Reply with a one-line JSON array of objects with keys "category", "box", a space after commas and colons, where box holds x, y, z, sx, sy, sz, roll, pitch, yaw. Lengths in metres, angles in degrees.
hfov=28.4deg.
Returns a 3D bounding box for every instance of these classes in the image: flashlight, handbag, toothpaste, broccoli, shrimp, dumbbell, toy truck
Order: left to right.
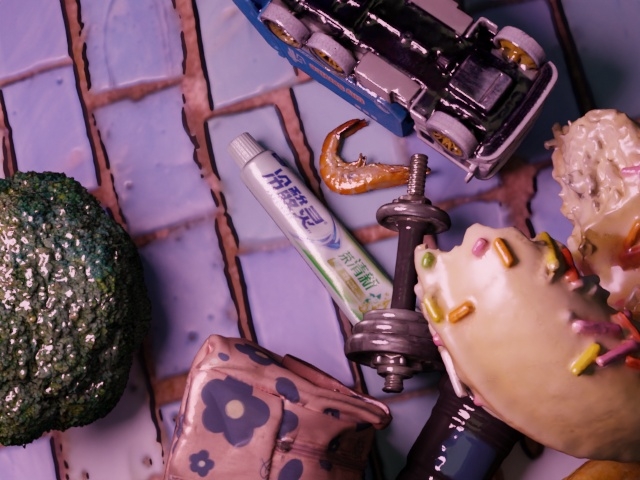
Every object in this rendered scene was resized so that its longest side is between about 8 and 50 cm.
[{"category": "broccoli", "box": [-0.319, 0.077, 1.288, 0.297, 0.297, 0.297, -21, 71, 28]}, {"category": "handbag", "box": [-0.040, 0.199, 1.226, 0.193, 0.251, 0.190, 13, 83, 1]}, {"category": "toothpaste", "box": [0.000, 0.000, 1.375, 0.075, 0.048, 0.297, -38, 77, -10]}, {"category": "shrimp", "box": [0.061, -0.092, 1.399, 0.127, 0.025, 0.091, 3, 74, 11]}, {"category": "toy truck", "box": [0.073, -0.211, 1.352, 0.367, 0.175, 0.146, 37, 84, 16]}, {"category": "dumbbell", "box": [0.090, 0.032, 1.302, 0.110, 0.110, 0.254, 6, 74, 9]}, {"category": "flashlight", "box": [0.117, 0.254, 1.269, 0.103, 0.103, 0.424, 30, 83, 14]}]

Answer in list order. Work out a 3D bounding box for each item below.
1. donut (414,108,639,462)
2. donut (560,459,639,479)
[{"category": "donut", "box": [0.275, 0.048, 1.194, 0.307, 0.150, 0.371, 51, 48, 1]}, {"category": "donut", "box": [0.319, 0.326, 1.198, 0.208, 0.128, 0.261, -38, 72, -3]}]
